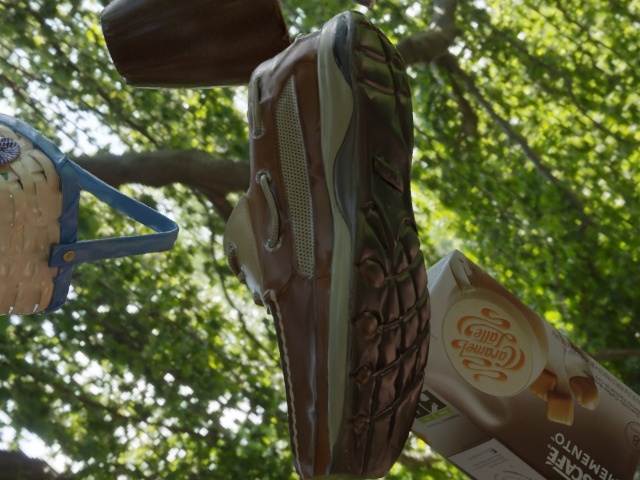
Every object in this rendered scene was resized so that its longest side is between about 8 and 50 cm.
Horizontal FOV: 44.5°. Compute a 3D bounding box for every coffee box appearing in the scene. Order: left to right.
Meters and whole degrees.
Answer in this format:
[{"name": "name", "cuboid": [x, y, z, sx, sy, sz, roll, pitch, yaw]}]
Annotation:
[{"name": "coffee box", "cuboid": [0.170, 0.146, 0.729, 0.141, 0.246, 0.098, -53, 3, -33]}]

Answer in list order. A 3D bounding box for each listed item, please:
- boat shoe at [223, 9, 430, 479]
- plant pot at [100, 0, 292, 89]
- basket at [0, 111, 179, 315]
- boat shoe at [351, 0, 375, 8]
[{"name": "boat shoe", "cuboid": [0.000, 0.000, 0.544, 0.122, 0.119, 0.324, 35, -129, -54]}, {"name": "plant pot", "cuboid": [-0.165, -0.291, 1.047, 0.230, 0.215, 0.215, -16, -13, 3]}, {"name": "basket", "cuboid": [-0.333, -0.033, 0.861, 0.289, 0.254, 0.201, -10, -59, -57]}, {"name": "boat shoe", "cuboid": [0.031, -0.216, 0.634, 0.100, 0.035, 0.035, -97, 27, -64]}]
